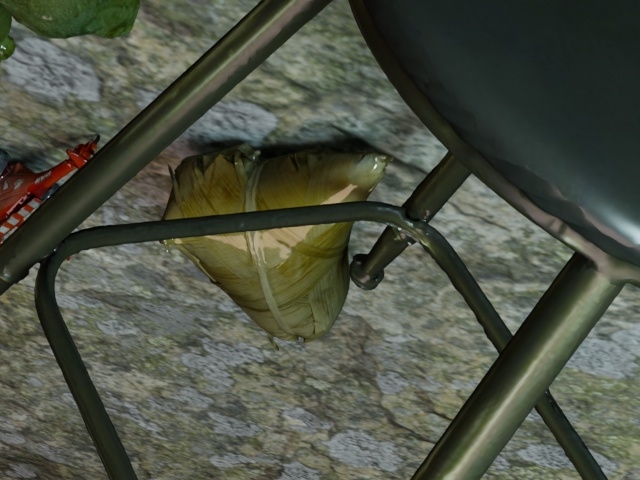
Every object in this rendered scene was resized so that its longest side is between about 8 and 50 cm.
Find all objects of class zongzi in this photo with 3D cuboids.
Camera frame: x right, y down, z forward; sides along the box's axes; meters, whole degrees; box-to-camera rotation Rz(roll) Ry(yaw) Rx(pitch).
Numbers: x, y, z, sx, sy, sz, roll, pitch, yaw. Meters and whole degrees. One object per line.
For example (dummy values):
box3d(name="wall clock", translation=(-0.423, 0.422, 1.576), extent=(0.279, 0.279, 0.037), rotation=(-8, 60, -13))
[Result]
box3d(name="zongzi", translation=(0.000, 0.000, 1.077), extent=(0.197, 0.099, 0.194), rotation=(-9, 143, 28))

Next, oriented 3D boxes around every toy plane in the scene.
box3d(name="toy plane", translation=(-0.247, -0.045, 1.154), extent=(0.126, 0.077, 0.194), rotation=(21, 144, -14))

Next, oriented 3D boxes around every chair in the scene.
box3d(name="chair", translation=(0.069, 0.036, 0.741), extent=(0.364, 0.362, 0.410), rotation=(-5, 143, -39))

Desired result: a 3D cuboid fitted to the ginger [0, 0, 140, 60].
box3d(name="ginger", translation=(-0.191, -0.169, 0.881), extent=(0.290, 0.089, 0.137), rotation=(-11, 149, 39))
